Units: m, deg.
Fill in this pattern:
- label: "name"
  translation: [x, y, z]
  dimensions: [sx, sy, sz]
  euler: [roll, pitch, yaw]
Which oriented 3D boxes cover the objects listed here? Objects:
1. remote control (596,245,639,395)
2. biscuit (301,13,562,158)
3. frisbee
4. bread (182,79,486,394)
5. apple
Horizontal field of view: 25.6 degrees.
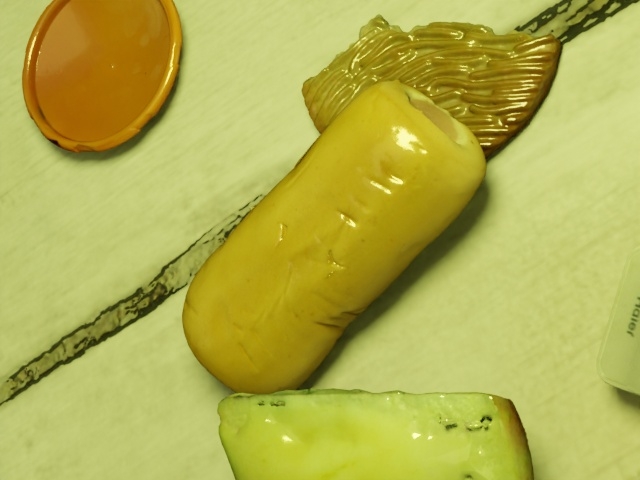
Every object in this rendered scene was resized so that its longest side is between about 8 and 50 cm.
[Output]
- label: "remote control"
  translation: [0.356, 0.095, 1.002]
  dimensions: [0.313, 0.055, 0.109]
  euler: [18, 93, 27]
- label: "biscuit"
  translation: [0.094, -0.138, 1.216]
  dimensions: [0.228, 0.031, 0.176]
  euler: [-30, 66, 21]
- label: "frisbee"
  translation: [-0.213, -0.177, 1.397]
  dimensions: [0.192, 0.035, 0.192]
  euler: [-7, 76, 28]
- label: "bread"
  translation: [0.000, 0.000, 1.185]
  dimensions: [0.142, 0.091, 0.305]
  euler: [48, 111, 19]
- label: "apple"
  translation: [0.056, 0.207, 1.108]
  dimensions: [0.265, 0.120, 0.193]
  euler: [-5, 89, 32]
